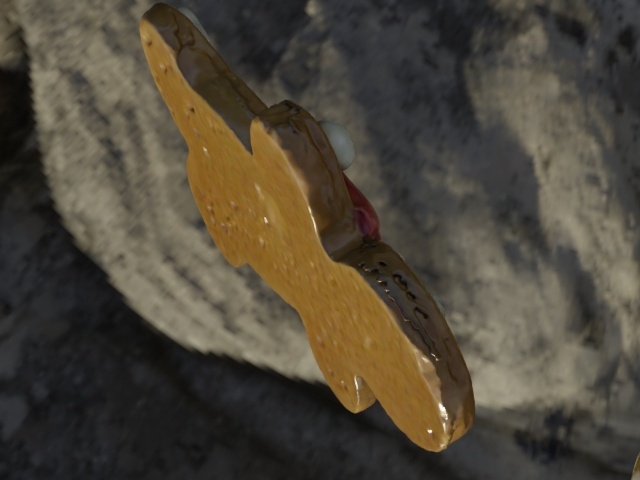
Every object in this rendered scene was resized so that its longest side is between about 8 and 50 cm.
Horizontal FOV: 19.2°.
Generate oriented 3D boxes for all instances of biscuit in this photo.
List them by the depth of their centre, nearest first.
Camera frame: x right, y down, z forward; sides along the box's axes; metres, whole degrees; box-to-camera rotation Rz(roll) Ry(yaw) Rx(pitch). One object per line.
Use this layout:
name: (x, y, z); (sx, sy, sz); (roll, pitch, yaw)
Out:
biscuit: (0.000, 0.000, 1.099); (0.047, 0.340, 0.216); (-29, 128, -15)

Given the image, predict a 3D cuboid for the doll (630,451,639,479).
doll: (0.279, 0.123, 1.092); (0.162, 0.166, 0.269); (-25, 150, -16)
